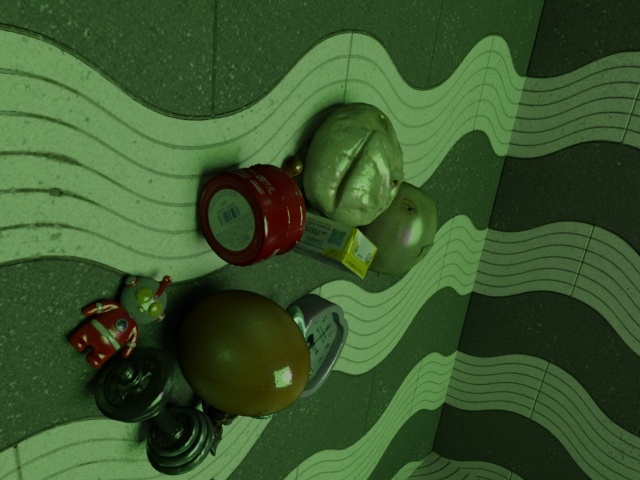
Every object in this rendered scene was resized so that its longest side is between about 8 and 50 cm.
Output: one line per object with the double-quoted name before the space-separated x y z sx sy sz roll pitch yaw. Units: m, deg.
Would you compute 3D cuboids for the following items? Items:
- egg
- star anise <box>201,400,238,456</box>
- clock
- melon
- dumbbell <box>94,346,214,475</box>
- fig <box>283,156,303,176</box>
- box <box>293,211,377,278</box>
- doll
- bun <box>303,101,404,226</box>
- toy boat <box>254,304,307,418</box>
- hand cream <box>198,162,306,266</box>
"egg" -0.184 0.268 1.362 0.282 0.351 0.282 -38 144 -34
"star anise" -0.285 0.477 1.507 0.065 0.195 0.182 29 50 -38
"clock" -0.049 0.346 1.850 0.338 0.102 0.338 -33 135 -40
"melon" 0.244 -0.030 1.889 0.268 0.268 0.330 2 115 -56
"dumbbell" -0.377 0.403 1.331 0.179 0.179 0.406 -47 144 -28
"fig" -0.082 -0.186 1.523 0.083 0.050 0.050 -44 147 3
"box" 0.000 0.000 1.548 0.168 0.265 0.097 37 75 -57
"doll" -0.411 0.159 1.220 0.245 0.076 0.142 -42 119 -26
"bun" 0.115 -0.201 1.617 0.365 0.219 0.365 -40 139 -47
"toy boat" -0.157 0.339 1.631 0.215 0.123 0.329 6 88 -23
"hand cream" -0.160 -0.060 1.317 0.149 0.230 0.230 -18 124 -50
